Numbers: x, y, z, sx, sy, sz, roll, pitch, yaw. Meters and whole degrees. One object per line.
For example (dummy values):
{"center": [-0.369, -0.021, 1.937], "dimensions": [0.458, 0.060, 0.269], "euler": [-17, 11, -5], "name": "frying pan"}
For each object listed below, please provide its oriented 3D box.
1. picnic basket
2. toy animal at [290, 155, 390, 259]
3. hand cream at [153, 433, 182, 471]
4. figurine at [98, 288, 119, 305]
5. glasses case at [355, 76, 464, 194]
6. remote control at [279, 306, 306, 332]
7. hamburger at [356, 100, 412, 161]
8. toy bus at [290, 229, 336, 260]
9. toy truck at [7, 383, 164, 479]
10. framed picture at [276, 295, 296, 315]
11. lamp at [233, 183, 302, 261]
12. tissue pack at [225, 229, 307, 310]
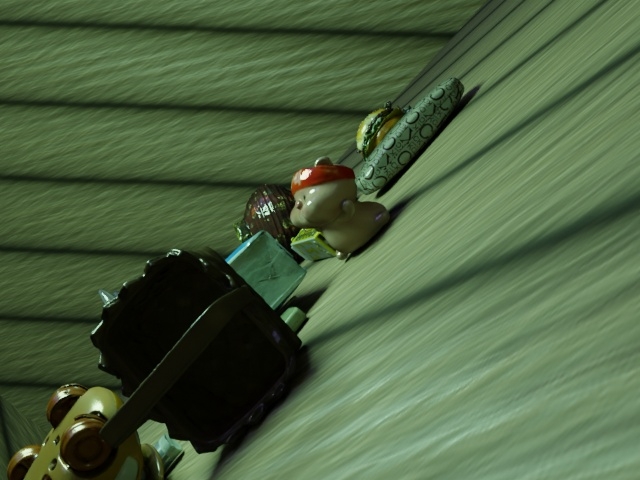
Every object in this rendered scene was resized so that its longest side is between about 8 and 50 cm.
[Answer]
{"center": [-0.193, 0.166, 1.071], "dimensions": [0.254, 0.291, 0.321], "euler": [-47, -1, 9], "name": "picnic basket"}
{"center": [0.027, -0.071, 1.403], "dimensions": [0.171, 0.198, 0.171], "euler": [-45, 4, 4], "name": "toy animal"}
{"center": [-0.359, 0.479, 1.327], "dimensions": [0.255, 0.048, 0.079], "euler": [-49, 21, -7], "name": "hand cream"}
{"center": [-0.570, 0.293, 2.233], "dimensions": [0.361, 0.378, 0.266], "euler": [-42, 10, 46], "name": "figurine"}
{"center": [0.213, -0.251, 1.703], "dimensions": [0.354, 0.085, 0.137], "euler": [-48, 7, -3], "name": "glasses case"}
{"center": [-0.114, 0.221, 1.319], "dimensions": [0.233, 0.038, 0.098], "euler": [-52, 7, -22], "name": "remote control"}
{"center": [0.165, -0.275, 1.823], "dimensions": [0.189, 0.093, 0.164], "euler": [-46, -35, -6], "name": "hamburger"}
{"center": [0.000, 0.000, 1.676], "dimensions": [0.074, 0.081, 0.226], "euler": [-55, 12, -13], "name": "toy bus"}
{"center": [-0.411, 0.406, 1.224], "dimensions": [0.288, 0.212, 0.204], "euler": [-56, 30, -7], "name": "toy truck"}
{"center": [-0.130, 0.199, 1.474], "dimensions": [0.173, 0.010, 0.231], "euler": [-47, -3, 12], "name": "framed picture"}
{"center": [-0.125, -0.040, 1.975], "dimensions": [0.247, 0.247, 0.247], "euler": [-47, 8, 8], "name": "lamp"}
{"center": [-0.159, 0.115, 1.479], "dimensions": [0.198, 0.146, 0.263], "euler": [-45, -3, -19], "name": "tissue pack"}
